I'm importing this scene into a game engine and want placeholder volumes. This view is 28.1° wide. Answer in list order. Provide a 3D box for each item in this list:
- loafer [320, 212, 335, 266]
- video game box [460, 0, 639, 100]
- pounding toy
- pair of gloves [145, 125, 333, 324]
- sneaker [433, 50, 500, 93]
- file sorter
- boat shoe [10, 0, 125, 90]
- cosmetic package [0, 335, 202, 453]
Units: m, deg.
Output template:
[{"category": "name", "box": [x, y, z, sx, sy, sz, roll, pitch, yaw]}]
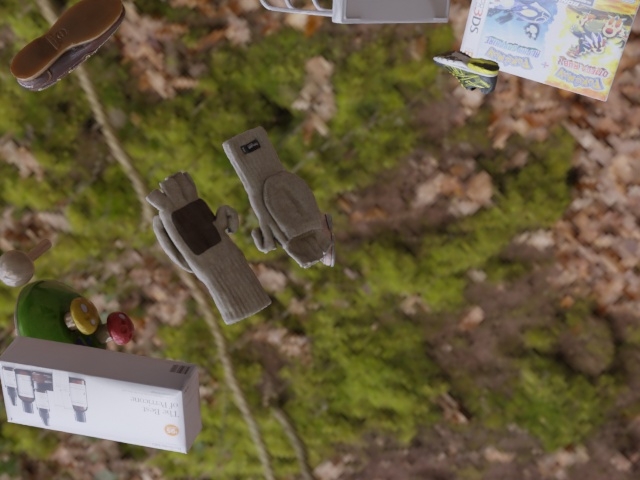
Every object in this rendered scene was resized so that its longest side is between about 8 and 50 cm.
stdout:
[{"category": "loafer", "box": [0.000, 0.000, 1.908, 0.125, 0.039, 0.045, -96, 10, -59]}, {"category": "video game box", "box": [0.291, -0.285, 1.621, 0.205, 0.048, 0.187, 18, 138, 9]}, {"category": "pounding toy", "box": [-0.353, 0.103, 1.853, 0.236, 0.110, 0.183, 67, -162, -4]}, {"category": "pair of gloves", "box": [-0.102, -0.020, 1.635, 0.204, 0.240, 0.042, 53, 138, -1]}, {"category": "sneaker", "box": [0.152, -0.176, 1.352, 0.083, 0.031, 0.035, 25, 127, 41]}, {"category": "file sorter", "box": [0.055, -0.428, 1.913, 0.173, 0.192, 0.278, 12, -165, 36]}, {"category": "boat shoe", "box": [-0.394, -0.313, 2.029, 0.073, 0.207, 0.073, 57, -179, 21]}, {"category": "cosmetic package", "box": [-0.267, 0.187, 1.555, 0.239, 0.060, 0.098, 7, 123, 14]}]
